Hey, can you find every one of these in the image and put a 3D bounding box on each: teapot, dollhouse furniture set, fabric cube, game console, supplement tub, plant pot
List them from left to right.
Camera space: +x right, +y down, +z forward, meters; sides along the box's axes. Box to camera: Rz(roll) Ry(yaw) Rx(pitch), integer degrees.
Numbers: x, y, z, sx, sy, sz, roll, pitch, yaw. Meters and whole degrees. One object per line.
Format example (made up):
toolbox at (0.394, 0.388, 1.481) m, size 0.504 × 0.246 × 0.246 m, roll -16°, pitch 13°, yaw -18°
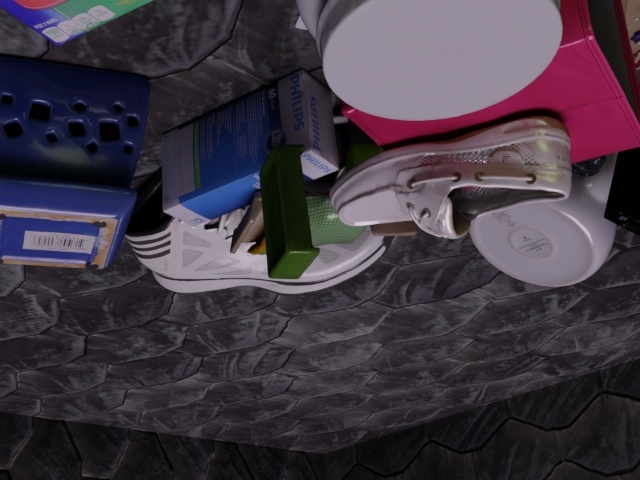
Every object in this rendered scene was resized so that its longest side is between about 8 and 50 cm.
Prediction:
plant pot at (-0.363, -0.090, 1.258) m, size 0.235 × 0.212 × 0.236 m, roll 5°, pitch 152°, yaw -20°
dollhouse furniture set at (0.000, 0.000, 1.284) m, size 0.197 × 0.151 × 0.301 m, roll -1°, pitch 159°, yaw -19°
supplement tub at (0.083, -0.287, 0.800) m, size 0.228 × 0.316 × 0.228 m, roll -4°, pitch 155°, yaw -2°
fabric cube at (0.186, -0.229, 1.014) m, size 0.258 × 0.254 × 0.259 m, roll -13°, pitch 155°, yaw 26°
teapot at (0.373, -0.058, 1.522) m, size 0.255 × 0.187 × 0.253 m, roll 13°, pitch 142°, yaw 25°
game console at (0.401, -0.152, 1.328) m, size 0.361 × 0.213 × 0.044 m, roll 25°, pitch 160°, yaw -17°

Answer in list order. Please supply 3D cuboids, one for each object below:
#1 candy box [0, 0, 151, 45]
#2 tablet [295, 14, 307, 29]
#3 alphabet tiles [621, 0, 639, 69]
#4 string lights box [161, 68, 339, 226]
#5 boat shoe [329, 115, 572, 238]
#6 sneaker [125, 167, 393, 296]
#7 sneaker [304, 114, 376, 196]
candy box at (-0.253, -0.345, 0.842) m, size 0.268 × 0.122 × 0.317 m, roll -17°, pitch 151°, yaw 25°
tablet at (0.005, -0.288, 1.150) m, size 0.054 × 0.006 × 0.083 m, roll 3°, pitch 154°, yaw -18°
alphabet tiles at (0.505, -0.317, 1.182) m, size 0.342 × 0.011 × 0.285 m, roll -9°, pitch 155°, yaw 8°
string lights box at (-0.106, -0.127, 1.319) m, size 0.259 × 0.134 × 0.076 m, roll -19°, pitch 152°, yaw 28°
boat shoe at (0.131, -0.049, 0.983) m, size 0.277 × 0.096 × 0.098 m, roll -16°, pitch 154°, yaw 31°
sneaker at (-0.114, -0.021, 1.502) m, size 0.447 × 0.169 × 0.257 m, roll -9°, pitch 157°, yaw 13°
sneaker at (0.091, -0.134, 1.353) m, size 0.321 × 0.126 × 0.127 m, roll -23°, pitch 155°, yaw 36°
